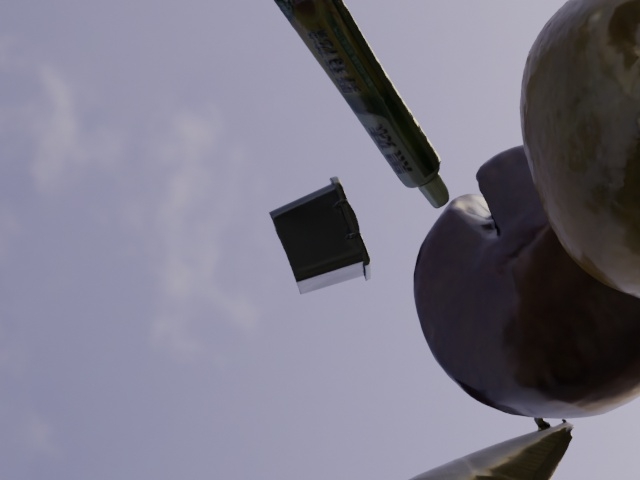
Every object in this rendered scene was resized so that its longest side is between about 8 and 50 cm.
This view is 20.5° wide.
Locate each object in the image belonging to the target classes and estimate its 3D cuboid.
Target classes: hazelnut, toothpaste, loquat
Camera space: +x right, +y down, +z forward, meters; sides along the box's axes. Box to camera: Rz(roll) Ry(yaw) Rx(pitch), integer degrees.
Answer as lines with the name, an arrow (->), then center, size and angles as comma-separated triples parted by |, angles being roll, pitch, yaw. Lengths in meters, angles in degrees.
hazelnut -> 0.198, 0.029, 1.321 | 0.217, 0.251, 0.217 | 35, -141, -34
toothpaste -> 0.032, -0.105, 1.207 | 0.204, 0.049, 0.031 | 55, -141, -21
loquat -> 0.222, -0.057, 1.077 | 0.213, 0.213, 0.246 | -56, -20, -19

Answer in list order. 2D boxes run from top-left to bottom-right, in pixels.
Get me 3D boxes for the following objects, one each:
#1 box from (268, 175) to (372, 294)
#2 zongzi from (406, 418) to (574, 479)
box -> 0.000, 0.000, 1.540 | 0.122, 0.069, 0.084 | 76, 174, -80
zongzi -> 0.040, 0.287, 1.594 | 0.418, 0.181, 0.447 | -49, -24, 3
